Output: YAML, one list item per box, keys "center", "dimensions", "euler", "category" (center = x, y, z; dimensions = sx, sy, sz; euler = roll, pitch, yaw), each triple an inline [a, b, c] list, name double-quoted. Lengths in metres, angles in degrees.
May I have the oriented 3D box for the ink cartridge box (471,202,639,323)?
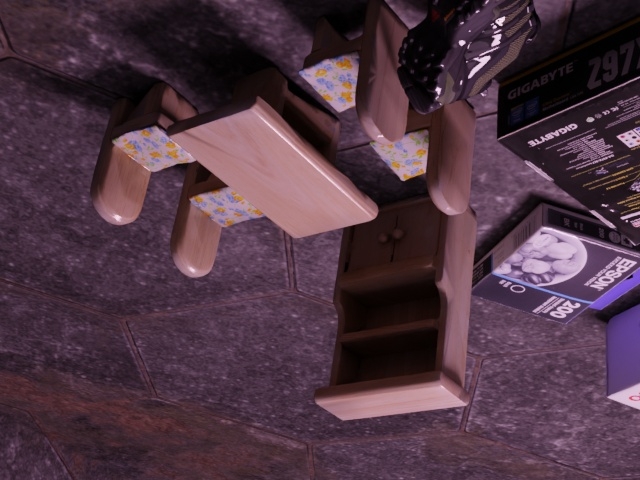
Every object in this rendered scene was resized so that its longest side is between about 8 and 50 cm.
- center: [0.323, 0.040, 1.373]
  dimensions: [0.208, 0.045, 0.206]
  euler: [15, 149, -13]
  category: "ink cartridge box"

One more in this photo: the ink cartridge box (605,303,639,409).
- center: [0.562, 0.173, 1.461]
  dimensions: [0.289, 0.121, 0.211]
  euler: [20, 148, -18]
  category: "ink cartridge box"

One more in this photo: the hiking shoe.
- center: [0.151, -0.215, 0.954]
  dimensions: [0.114, 0.086, 0.227]
  euler: [-15, 148, -36]
  category: "hiking shoe"

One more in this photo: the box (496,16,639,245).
- center: [0.373, -0.121, 1.048]
  dimensions: [0.257, 0.079, 0.322]
  euler: [28, 145, -34]
  category: "box"

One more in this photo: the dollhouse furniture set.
- center: [0.000, 0.000, 1.175]
  dimensions: [0.362, 0.256, 0.394]
  euler: [-14, 144, 34]
  category: "dollhouse furniture set"
